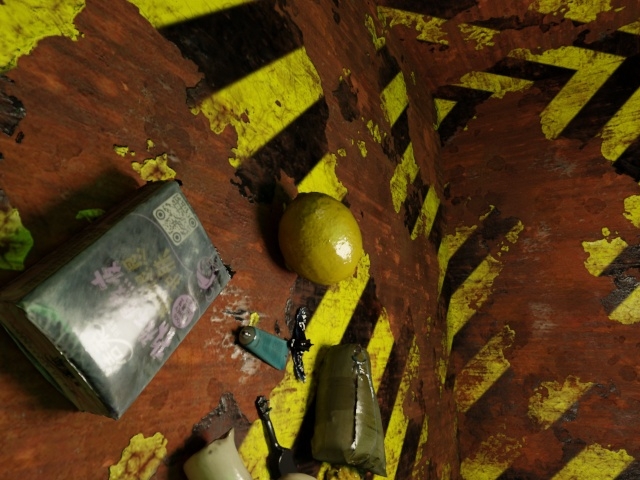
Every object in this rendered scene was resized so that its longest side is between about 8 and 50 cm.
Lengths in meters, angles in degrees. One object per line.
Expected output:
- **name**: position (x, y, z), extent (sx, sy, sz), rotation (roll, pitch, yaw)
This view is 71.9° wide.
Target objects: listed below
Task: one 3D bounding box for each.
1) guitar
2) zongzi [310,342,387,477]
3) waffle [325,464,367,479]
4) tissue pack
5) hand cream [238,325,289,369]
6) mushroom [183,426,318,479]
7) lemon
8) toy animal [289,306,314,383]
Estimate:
- **guitar**: position (-0.112, 0.520, 1.125), extent (0.084, 0.038, 0.271), rotation (-28, 108, -60)
- **zongzi**: position (0.127, 0.533, 1.396), extent (0.393, 0.174, 0.356), rotation (44, 43, -43)
- **waffle**: position (0.074, 0.834, 1.357), extent (0.329, 0.062, 0.330), rotation (26, 60, -56)
- **tissue pack**: position (-0.325, 0.083, 0.770), extent (0.361, 0.121, 0.259), rotation (-58, 134, -46)
- **hand cream**: position (-0.141, 0.269, 1.138), extent (0.224, 0.048, 0.083), rotation (51, 43, -52)
- **mushroom**: position (-0.145, 0.561, 0.887), extent (0.336, 0.314, 0.314), rotation (54, 28, 11)
- **lemon**: position (-0.003, -0.004, 1.241), extent (0.236, 0.235, 0.263), rotation (-13, 75, -60)
- **toy animal**: position (-0.053, 0.300, 1.271), extent (0.108, 0.062, 0.220), rotation (66, 23, -77)
